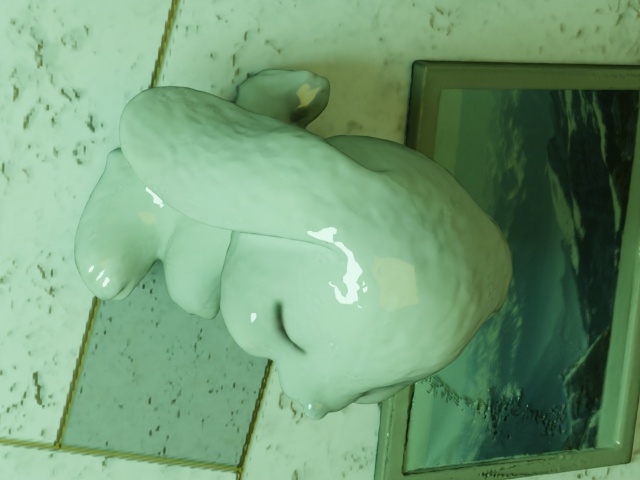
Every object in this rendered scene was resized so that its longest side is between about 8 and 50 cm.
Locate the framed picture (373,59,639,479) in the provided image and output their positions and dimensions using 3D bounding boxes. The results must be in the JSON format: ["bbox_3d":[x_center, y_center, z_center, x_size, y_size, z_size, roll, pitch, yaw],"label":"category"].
[{"bbox_3d":[0.163,0.029,1.421,0.247,0.022,0.335,-2,105,-29],"label":"framed picture"}]

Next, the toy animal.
[{"bbox_3d":[0.000,0.000,1.176,0.271,0.265,0.206,27,88,-31],"label":"toy animal"}]
